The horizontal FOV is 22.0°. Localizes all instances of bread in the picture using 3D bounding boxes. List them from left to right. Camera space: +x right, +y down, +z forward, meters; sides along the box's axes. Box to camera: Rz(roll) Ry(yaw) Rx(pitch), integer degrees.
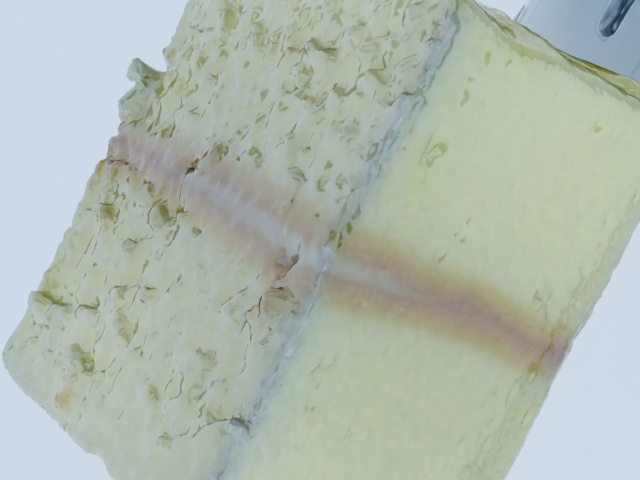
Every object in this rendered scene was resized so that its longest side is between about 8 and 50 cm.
[{"bbox_3d":[0.000,0.000,0.781,0.198,0.236,0.263,28,-91,-42],"label":"bread"}]

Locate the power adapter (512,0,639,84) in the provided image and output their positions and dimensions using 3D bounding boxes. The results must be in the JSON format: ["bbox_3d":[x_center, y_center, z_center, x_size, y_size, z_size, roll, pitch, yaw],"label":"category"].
[{"bbox_3d":[0.255,-0.124,1.073,0.255,0.124,0.187,11,-64,-50],"label":"power adapter"}]
